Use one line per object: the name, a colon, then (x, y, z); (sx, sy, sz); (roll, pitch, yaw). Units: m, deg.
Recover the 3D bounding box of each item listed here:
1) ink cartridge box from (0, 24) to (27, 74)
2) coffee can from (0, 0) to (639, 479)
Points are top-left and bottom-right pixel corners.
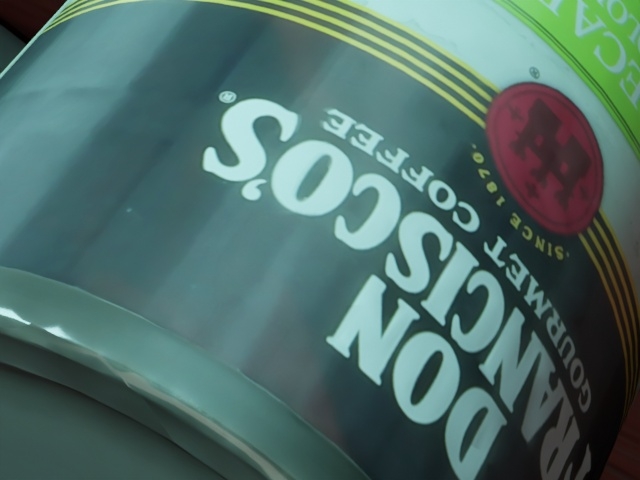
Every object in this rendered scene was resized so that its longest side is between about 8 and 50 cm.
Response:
ink cartridge box: (-0.105, 0.012, 0.767); (0.175, 0.072, 0.127); (37, 140, -4)
coffee can: (0.000, 0.000, 0.525); (0.201, 0.275, 0.201); (18, 138, 17)
